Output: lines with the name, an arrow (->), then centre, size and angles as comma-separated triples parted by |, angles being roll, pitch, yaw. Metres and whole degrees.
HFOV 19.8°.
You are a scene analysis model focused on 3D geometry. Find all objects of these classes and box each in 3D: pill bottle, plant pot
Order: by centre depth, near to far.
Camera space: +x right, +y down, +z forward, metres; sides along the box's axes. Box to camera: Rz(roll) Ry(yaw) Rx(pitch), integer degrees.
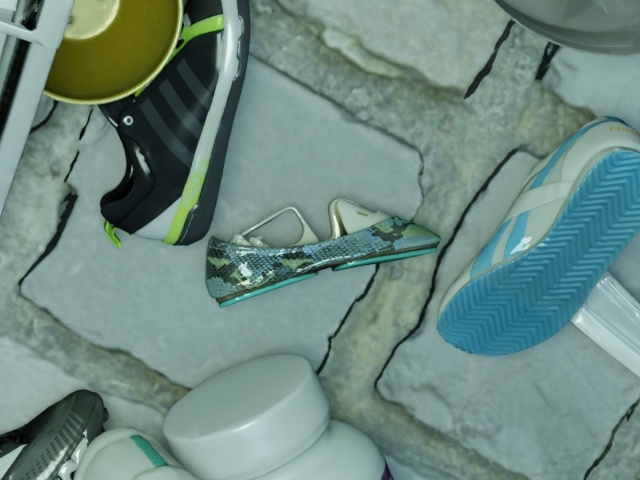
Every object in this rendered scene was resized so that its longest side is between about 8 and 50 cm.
plant pot -> -0.172, -0.172, 1.323 | 0.134, 0.095, 0.134 | -3, 105, -12
pill bottle -> -0.007, 0.247, 1.426 | 0.169, 0.169, 0.301 | -25, 107, -6

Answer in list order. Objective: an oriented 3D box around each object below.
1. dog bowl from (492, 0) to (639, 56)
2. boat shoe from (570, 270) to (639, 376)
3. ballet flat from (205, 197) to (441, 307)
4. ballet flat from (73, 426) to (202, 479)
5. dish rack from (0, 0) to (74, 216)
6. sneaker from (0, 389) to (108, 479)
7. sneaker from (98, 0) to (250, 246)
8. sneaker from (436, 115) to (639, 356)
dog bowl -> 0.219, -0.315, 1.343 | 0.348, 0.102, 0.349 | -9, 114, -22
boat shoe -> 0.278, 0.084, 1.511 | 0.184, 0.066, 0.063 | 36, 95, -8
ballet flat -> 0.000, 0.000, 1.425 | 0.188, 0.070, 0.070 | -14, 106, -13
ballet flat -> -0.176, 0.300, 1.408 | 0.139, 0.139, 0.400 | 13, 125, -15
dish rack -> -0.326, -0.140, 1.229 | 0.285, 0.072, 0.333 | 14, 141, -13
sneaker -> -0.268, 0.186, 1.399 | 0.234, 0.078, 0.106 | -43, 111, 2
sneaker -> -0.114, -0.104, 1.360 | 0.097, 0.084, 0.235 | 9, 101, -13
sneaker -> 0.179, 0.001, 1.455 | 0.087, 0.092, 0.229 | 35, 113, -20
